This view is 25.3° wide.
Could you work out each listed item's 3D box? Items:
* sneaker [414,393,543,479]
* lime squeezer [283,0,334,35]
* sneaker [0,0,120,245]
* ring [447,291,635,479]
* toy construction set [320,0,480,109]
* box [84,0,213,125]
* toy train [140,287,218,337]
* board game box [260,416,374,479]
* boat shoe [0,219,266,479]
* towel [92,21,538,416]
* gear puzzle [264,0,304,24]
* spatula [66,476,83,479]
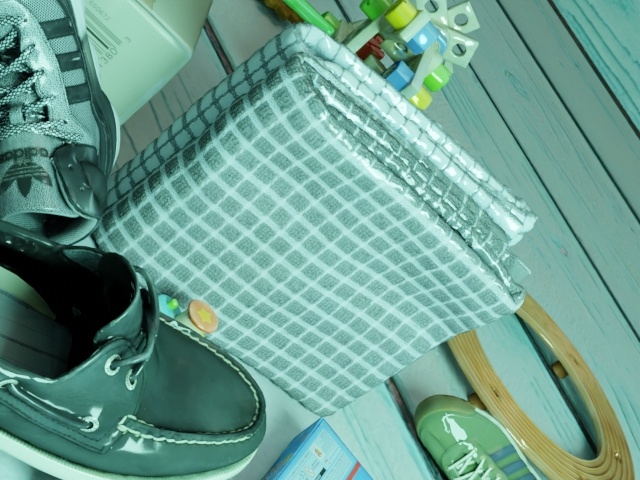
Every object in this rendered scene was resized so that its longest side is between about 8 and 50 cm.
[{"bbox_3d":[0.160,0.223,1.282,0.192,0.064,0.086,46,18,-20],"label":"sneaker"},{"bbox_3d":[-0.088,-0.280,1.225,0.310,0.059,0.110,42,24,-18],"label":"lime squeezer"},{"bbox_3d":[-0.199,-0.093,0.954,0.269,0.101,0.153,73,8,-48],"label":"sneaker"},{"bbox_3d":[0.228,0.153,1.565,0.336,0.032,0.337,42,24,-23],"label":"ring"},{"bbox_3d":[0.061,-0.202,1.548,0.151,0.215,0.328,50,23,-3],"label":"toy construction set"},{"bbox_3d":[-0.174,-0.213,1.221,0.121,0.148,0.311,43,23,-19],"label":"box"},{"bbox_3d":[-0.103,0.084,1.007,0.125,0.046,0.166,42,22,-46],"label":"toy train"},{"bbox_3d":[0.034,0.248,1.047,0.211,0.039,0.160,50,23,-1],"label":"board game box"},{"bbox_3d":[-0.153,0.051,0.838,0.340,0.113,0.127,27,37,-27],"label":"boat shoe"},{"bbox_3d":[0.000,0.000,1.110,0.283,0.235,0.121,39,29,-24],"label":"towel"},{"bbox_3d":[-0.123,-0.395,1.719,0.339,0.044,0.175,54,23,7],"label":"gear puzzle"},{"bbox_3d":[-0.113,0.255,0.774,0.084,0.030,0.296,33,29,-34],"label":"spatula"}]
